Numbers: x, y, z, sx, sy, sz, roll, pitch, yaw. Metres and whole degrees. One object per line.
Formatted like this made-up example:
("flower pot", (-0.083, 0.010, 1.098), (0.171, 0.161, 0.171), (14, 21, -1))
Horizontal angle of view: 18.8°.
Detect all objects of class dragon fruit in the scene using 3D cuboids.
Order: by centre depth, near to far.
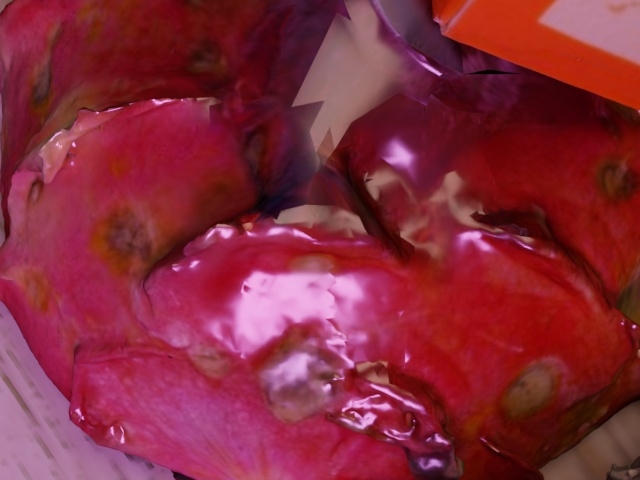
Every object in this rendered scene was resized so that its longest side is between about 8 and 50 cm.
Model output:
("dragon fruit", (-0.001, 0.000, 0.604), (0.274, 0.126, 0.161), (29, 68, 3))

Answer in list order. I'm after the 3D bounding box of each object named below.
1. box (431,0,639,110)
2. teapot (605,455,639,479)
("box", (0.225, -0.207, 0.564), (0.319, 0.257, 0.348), (20, 50, -22))
("teapot", (0.193, 0.071, 0.639), (0.200, 0.077, 0.107), (-29, 104, -17))
